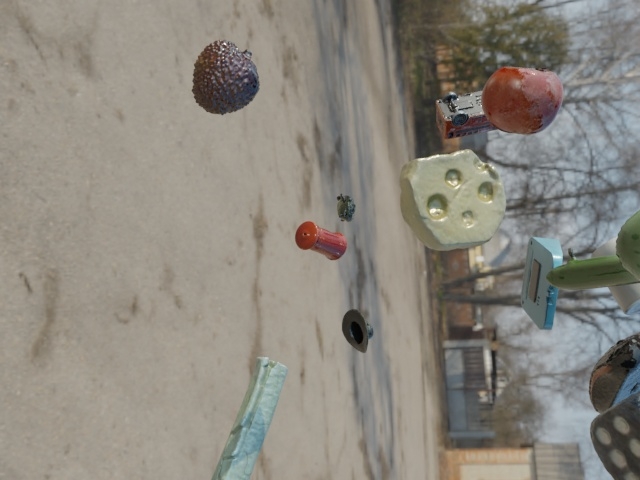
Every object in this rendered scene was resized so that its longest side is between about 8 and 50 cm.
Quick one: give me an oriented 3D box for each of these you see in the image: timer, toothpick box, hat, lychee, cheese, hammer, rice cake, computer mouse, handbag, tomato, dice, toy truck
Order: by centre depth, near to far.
[{"bbox_3d":[0.474,0.036,1.076,0.335,0.206,0.119,-18,-122,65],"label":"hammer"},{"bbox_3d":[0.000,0.000,1.095,0.083,0.047,0.047,22,62,-51],"label":"toothpick box"},{"bbox_3d":[-0.140,0.363,1.214,0.066,0.063,0.336,-33,-146,62],"label":"rice cake"},{"bbox_3d":[-0.166,-0.280,1.221,0.129,0.123,0.123,-46,142,-29],"label":"lychee"},{"bbox_3d":[0.697,0.414,1.473,0.182,0.183,0.181,63,-31,27],"label":"dice"},{"bbox_3d":[0.445,-0.313,1.570,0.187,0.187,0.151,-61,156,-70],"label":"tomato"},{"bbox_3d":[0.064,-0.079,1.763,0.111,0.047,0.072,-90,179,-73],"label":"handbag"},{"bbox_3d":[0.781,0.335,1.822,0.116,0.183,0.323,46,-25,35],"label":"computer mouse"},{"bbox_3d":[0.108,0.239,1.876,0.050,0.121,0.121,-10,98,-35],"label":"hat"},{"bbox_3d":[0.378,-0.125,2.044,0.318,0.326,0.115,-52,-172,-17],"label":"cheese"},{"bbox_3d":[0.666,0.124,2.054,0.250,0.091,0.232,-74,169,-75],"label":"timer"},{"bbox_3d":[0.476,-0.383,2.097,0.114,0.253,0.107,84,-7,-49],"label":"toy truck"}]

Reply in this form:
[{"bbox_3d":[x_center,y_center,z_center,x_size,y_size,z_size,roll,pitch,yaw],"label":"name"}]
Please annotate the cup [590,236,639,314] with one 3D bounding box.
[{"bbox_3d":[0.604,0.068,1.362,0.136,0.099,0.133,23,38,-52],"label":"cup"}]
